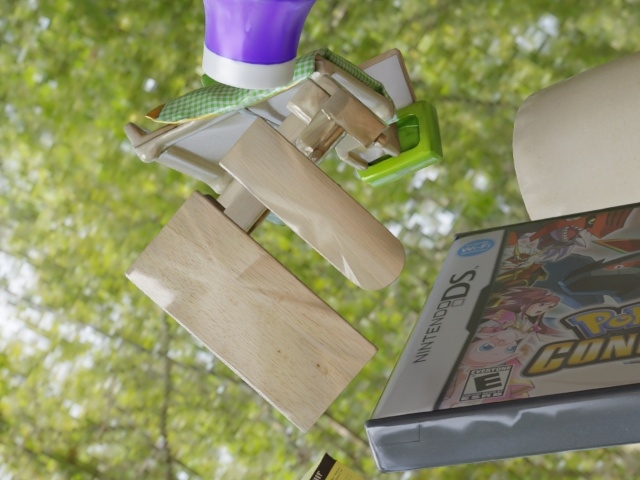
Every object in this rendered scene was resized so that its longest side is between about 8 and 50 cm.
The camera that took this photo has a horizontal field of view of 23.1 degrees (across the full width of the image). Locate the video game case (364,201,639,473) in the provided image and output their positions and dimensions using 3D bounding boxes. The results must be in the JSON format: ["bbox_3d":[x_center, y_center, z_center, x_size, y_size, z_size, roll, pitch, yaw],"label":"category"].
[{"bbox_3d":[0.183,0.036,0.873,0.248,0.274,0.035,-56,-48,-61],"label":"video game case"}]

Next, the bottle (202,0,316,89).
[{"bbox_3d":[-0.033,-0.244,1.053,0.092,0.283,0.118,9,-155,0],"label":"bottle"}]

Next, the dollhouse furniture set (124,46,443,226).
[{"bbox_3d":[-0.037,-0.141,1.432,0.301,0.197,0.151,23,-133,-63],"label":"dollhouse furniture set"}]

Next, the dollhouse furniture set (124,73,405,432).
[{"bbox_3d":[0.000,0.000,0.861,0.123,0.144,0.151,41,-174,3],"label":"dollhouse furniture set"}]

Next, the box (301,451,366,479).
[{"bbox_3d":[0.071,0.294,1.403,0.232,0.058,0.087,33,-131,0],"label":"box"}]

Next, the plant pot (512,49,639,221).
[{"bbox_3d":[0.353,-0.084,1.369,0.256,0.274,0.257,29,-135,-33],"label":"plant pot"}]
